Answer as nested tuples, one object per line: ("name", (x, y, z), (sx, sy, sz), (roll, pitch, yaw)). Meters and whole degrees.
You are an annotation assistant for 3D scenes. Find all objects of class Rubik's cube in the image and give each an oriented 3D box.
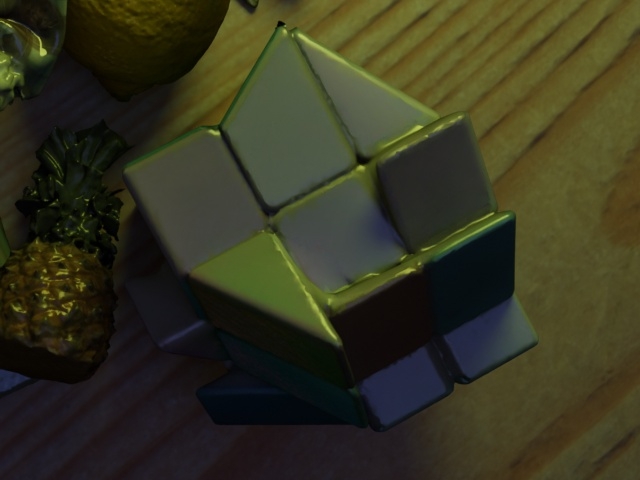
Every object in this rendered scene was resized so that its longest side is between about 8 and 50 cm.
("Rubik's cube", (0.000, 0.000, 1.001), (0.358, 0.387, 0.368), (-29, 92, -6))

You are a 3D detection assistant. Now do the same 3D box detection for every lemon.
("lemon", (-0.174, -0.255, 1.012), (0.188, 0.188, 0.256), (-3, 116, -20))

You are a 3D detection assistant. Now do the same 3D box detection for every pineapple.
("pineapple", (-0.240, 0.006, 1.005), (0.128, 0.128, 0.248), (18, 61, -20))

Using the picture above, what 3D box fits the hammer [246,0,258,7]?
("hammer", (-0.127, -0.318, 1.100), (0.195, 0.060, 0.028), (44, 79, -22))

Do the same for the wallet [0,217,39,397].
("wallet", (-0.451, 0.098, 1.001), (0.360, 0.083, 0.252), (-23, 96, -17))

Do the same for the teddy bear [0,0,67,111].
("teddy bear", (-0.457, -0.132, 0.897), (0.362, 0.375, 0.327), (-53, 127, -45))
